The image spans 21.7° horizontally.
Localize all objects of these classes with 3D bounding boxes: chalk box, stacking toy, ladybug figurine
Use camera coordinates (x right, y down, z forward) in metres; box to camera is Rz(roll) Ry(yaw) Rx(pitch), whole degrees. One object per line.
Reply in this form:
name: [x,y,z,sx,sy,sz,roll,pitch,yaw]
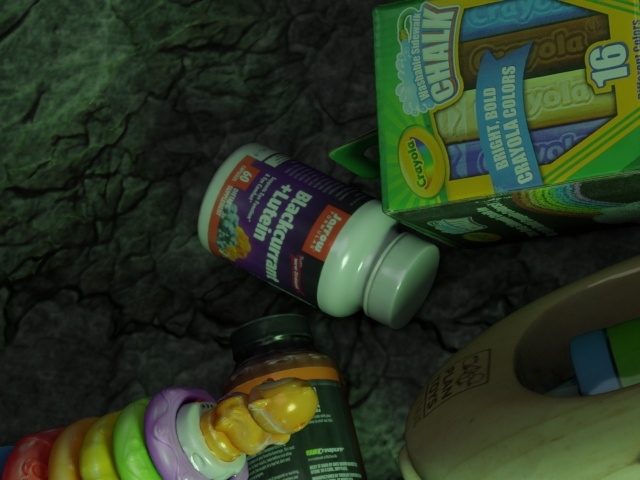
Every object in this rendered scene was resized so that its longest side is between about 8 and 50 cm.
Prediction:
chalk box: [0.151,-0.101,1.366,0.288,0.180,0.179,-7,76,24]
stacking toy: [-0.121,0.181,1.325,0.302,0.175,0.166,-34,65,28]
ladybug figurine: [0.278,0.121,1.249,0.449,0.305,0.162,-18,111,16]

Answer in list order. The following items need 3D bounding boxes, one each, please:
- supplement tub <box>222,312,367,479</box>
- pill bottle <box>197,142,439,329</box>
supplement tub: [-0.022,0.164,1.389,0.106,0.106,0.198,-17,68,10]
pill bottle: [0.000,0.000,1.434,0.193,0.108,0.108,26,81,22]
